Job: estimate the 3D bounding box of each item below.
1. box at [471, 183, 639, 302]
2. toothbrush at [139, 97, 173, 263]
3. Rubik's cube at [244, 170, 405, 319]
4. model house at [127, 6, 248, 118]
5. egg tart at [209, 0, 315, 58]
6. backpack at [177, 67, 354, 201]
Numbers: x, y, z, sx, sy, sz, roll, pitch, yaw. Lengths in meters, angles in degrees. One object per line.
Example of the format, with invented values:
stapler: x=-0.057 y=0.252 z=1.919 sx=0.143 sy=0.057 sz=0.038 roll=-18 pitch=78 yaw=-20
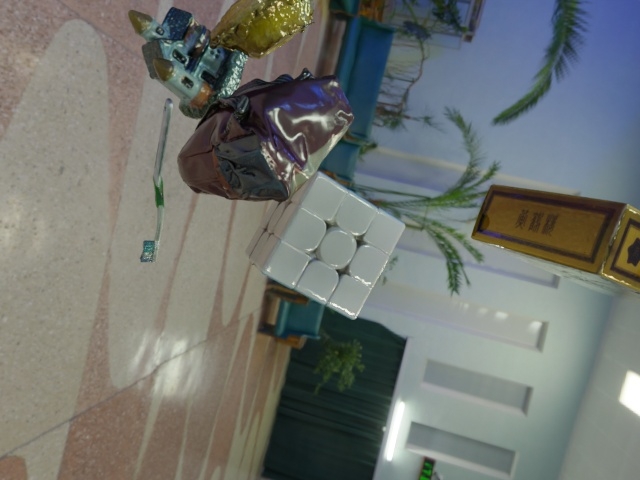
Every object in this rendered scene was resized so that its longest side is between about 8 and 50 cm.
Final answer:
box: x=0.376 y=0.022 z=0.642 sx=0.192 sy=0.301 sz=0.084 roll=23 pitch=-86 yaw=62
toothbrush: x=-0.368 y=-0.121 z=1.125 sx=0.042 sy=0.040 sz=0.418 roll=56 pitch=-45 yaw=48
Rubik's cube: x=0.000 y=0.000 z=1.342 sx=0.291 sy=0.290 sz=0.291 roll=-62 pitch=-161 yaw=-3
model house: x=-0.354 y=-0.484 z=1.255 sx=0.291 sy=0.184 sz=0.253 roll=29 pitch=78 yaw=-37
egg tart: x=-0.107 y=-0.484 z=1.075 sx=0.116 sy=0.294 sz=0.295 roll=56 pitch=30 yaw=-20
backpack: x=-0.128 y=-0.188 z=0.922 sx=0.283 sy=0.317 sz=0.197 roll=-47 pitch=121 yaw=-39
